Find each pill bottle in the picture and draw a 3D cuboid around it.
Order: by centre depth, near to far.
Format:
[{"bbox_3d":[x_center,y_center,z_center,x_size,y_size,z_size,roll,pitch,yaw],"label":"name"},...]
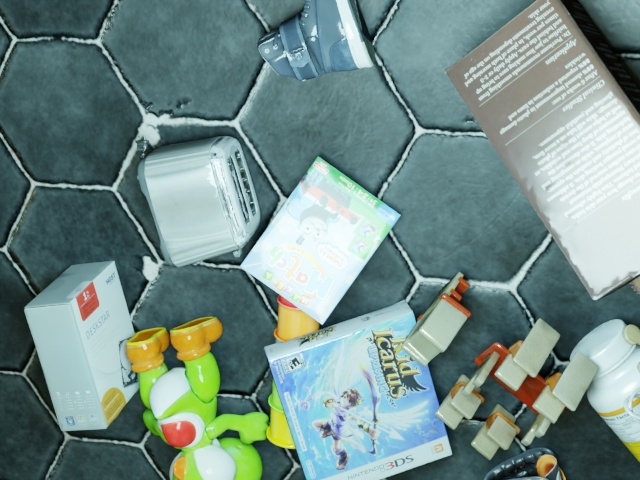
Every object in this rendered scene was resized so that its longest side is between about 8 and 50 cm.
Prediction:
[{"bbox_3d":[0.494,0.243,1.772,0.136,0.136,0.245,-37,98,26],"label":"pill bottle"}]

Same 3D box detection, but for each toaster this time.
[{"bbox_3d":[-0.190,-0.074,1.842,0.146,0.129,0.227,-11,107,16],"label":"toaster"}]

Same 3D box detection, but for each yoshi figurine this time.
[{"bbox_3d":[-0.200,0.316,2.010,0.203,0.203,0.362,-16,95,-23],"label":"yoshi figurine"}]

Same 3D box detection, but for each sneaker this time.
[{"bbox_3d":[-0.028,-0.343,1.703,0.163,0.086,0.226,-11,110,17],"label":"sneaker"},{"bbox_3d":[0.409,0.442,1.887,0.321,0.124,0.180,4,114,14],"label":"sneaker"}]

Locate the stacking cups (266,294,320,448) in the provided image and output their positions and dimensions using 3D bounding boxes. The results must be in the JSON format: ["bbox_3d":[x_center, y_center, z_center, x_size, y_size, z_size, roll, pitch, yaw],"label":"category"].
[{"bbox_3d":[-0.042,0.187,1.923,0.096,0.096,0.316,7,113,13],"label":"stacking cups"}]

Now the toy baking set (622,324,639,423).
[{"bbox_3d":[0.525,0.209,1.701,0.197,0.256,0.030,12,151,-16],"label":"toy baking set"}]

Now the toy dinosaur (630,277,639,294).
[{"bbox_3d":[0.542,0.064,1.697,0.296,0.127,0.200,15,122,16],"label":"toy dinosaur"}]

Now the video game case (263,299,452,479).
[{"bbox_3d":[0.064,0.262,1.891,0.244,0.061,0.269,-19,108,-6],"label":"video game case"}]

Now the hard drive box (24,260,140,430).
[{"bbox_3d":[-0.394,0.177,1.973,0.089,0.181,0.232,-6,111,18],"label":"hard drive box"}]

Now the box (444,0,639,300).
[{"bbox_3d":[0.362,-0.131,1.589,0.191,0.143,0.381,-36,77,25],"label":"box"}]

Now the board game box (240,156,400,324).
[{"bbox_3d":[0.000,0.000,1.822,0.160,0.039,0.211,35,94,-1],"label":"board game box"}]

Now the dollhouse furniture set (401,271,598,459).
[{"bbox_3d":[0.268,0.185,1.795,0.259,0.135,0.262,40,147,1],"label":"dollhouse furniture set"}]
